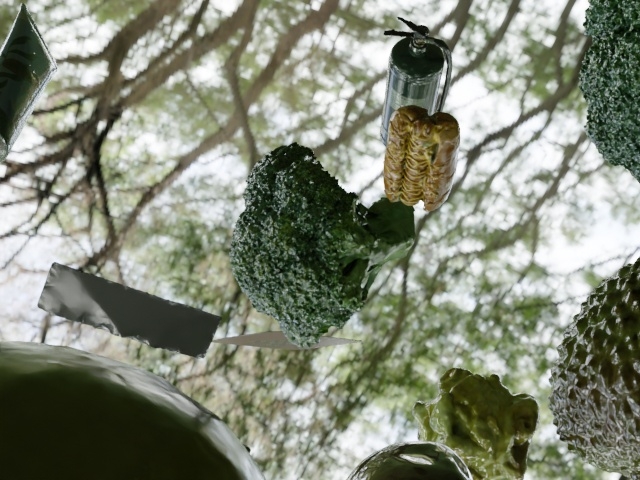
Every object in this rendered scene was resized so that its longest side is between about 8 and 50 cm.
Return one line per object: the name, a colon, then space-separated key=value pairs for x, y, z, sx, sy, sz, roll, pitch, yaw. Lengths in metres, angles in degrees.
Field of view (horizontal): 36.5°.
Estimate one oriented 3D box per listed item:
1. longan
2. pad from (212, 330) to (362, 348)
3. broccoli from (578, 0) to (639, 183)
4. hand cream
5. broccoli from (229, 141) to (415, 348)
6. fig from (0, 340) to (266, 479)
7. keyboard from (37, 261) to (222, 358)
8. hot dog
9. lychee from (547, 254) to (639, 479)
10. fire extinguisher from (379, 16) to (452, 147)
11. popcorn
longan: x=0.120 y=0.373 z=1.243 sx=0.215 sy=0.246 sz=0.246 roll=8 pitch=-148 yaw=-24
pad: x=-0.061 y=0.186 z=1.788 sx=0.267 sy=0.181 sz=0.004 roll=12 pitch=-109 yaw=-50
broccoli: x=0.401 y=-0.174 z=1.010 sx=0.294 sy=0.265 sz=0.245 roll=41 pitch=-126 yaw=-25
hand cream: x=-0.348 y=-0.168 z=1.085 sx=0.058 sy=0.091 sz=0.271 roll=-14 pitch=-143 yaw=15
broccoli: x=0.000 y=0.000 z=1.214 sx=0.242 sy=0.269 sz=0.261 roll=-2 pitch=-106 yaw=-24
fig: x=-0.161 y=0.201 z=0.450 sx=0.343 sy=0.343 sz=0.343 roll=18 pitch=-152 yaw=-10
keyboard: x=-0.212 y=0.079 z=1.084 sx=0.197 sy=0.074 sz=0.015 roll=19 pitch=-150 yaw=-13
hot dog: x=0.096 y=-0.078 z=0.930 sx=0.071 sy=0.165 sz=0.045 roll=21 pitch=-111 yaw=10
lychee: x=0.392 y=0.173 z=1.103 sx=0.270 sy=0.320 sz=0.270 roll=30 pitch=-178 yaw=-1
fire extinguisher: x=0.153 y=-0.260 z=1.589 sx=0.118 sy=0.294 sz=0.093 roll=9 pitch=-119 yaw=4
popcorn: x=0.365 y=0.464 z=2.339 sx=0.312 sy=0.312 sz=0.312 roll=18 pitch=-152 yaw=-10
